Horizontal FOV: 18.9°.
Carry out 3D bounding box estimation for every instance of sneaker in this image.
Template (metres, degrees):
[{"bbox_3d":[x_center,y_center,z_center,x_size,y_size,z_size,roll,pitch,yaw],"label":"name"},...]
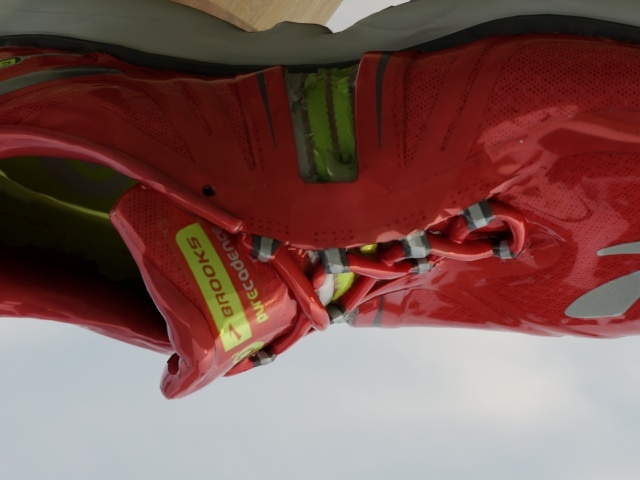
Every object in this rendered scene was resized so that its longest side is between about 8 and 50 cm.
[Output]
[{"bbox_3d":[0.000,0.000,0.519,0.279,0.107,0.118,2,-147,20],"label":"sneaker"}]

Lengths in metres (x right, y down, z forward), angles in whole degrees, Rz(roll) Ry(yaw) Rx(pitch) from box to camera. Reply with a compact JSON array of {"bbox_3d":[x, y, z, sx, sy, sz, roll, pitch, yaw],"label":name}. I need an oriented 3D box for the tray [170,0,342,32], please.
[{"bbox_3d":[-0.005,-0.248,0.874,0.076,0.203,0.411,29,-159,-20],"label":"tray"}]
